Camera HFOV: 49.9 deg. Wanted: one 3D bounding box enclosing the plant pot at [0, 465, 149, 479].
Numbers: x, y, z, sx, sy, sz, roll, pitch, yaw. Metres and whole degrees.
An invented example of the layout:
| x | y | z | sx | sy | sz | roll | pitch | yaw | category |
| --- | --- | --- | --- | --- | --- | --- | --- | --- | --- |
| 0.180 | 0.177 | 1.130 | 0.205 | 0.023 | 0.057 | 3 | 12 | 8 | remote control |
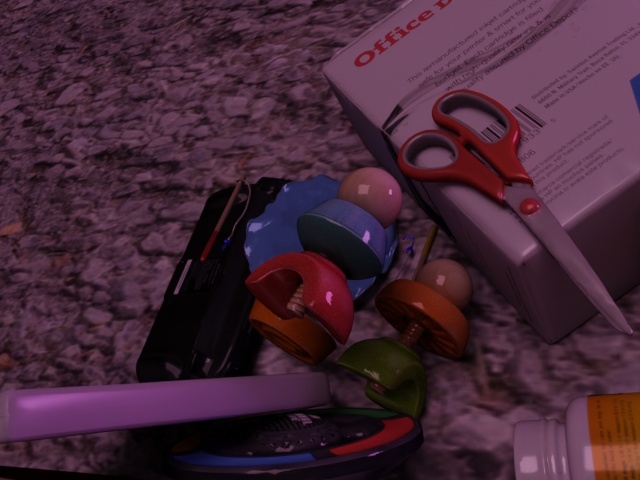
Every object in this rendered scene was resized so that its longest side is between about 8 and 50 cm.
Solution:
| x | y | z | sx | sy | sz | roll | pitch | yaw | category |
| --- | --- | --- | --- | --- | --- | --- | --- | --- | --- |
| -0.182 | 0.321 | 0.558 | 0.267 | 0.267 | 0.235 | -2 | 70 | 28 | plant pot |

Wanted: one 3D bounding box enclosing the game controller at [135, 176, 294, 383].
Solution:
| x | y | z | sx | sy | sz | roll | pitch | yaw | category |
| --- | --- | --- | --- | --- | --- | --- | --- | --- | --- |
| -0.127 | 0.051 | 0.883 | 0.166 | 0.067 | 0.319 | -13 | 47 | 40 | game controller |

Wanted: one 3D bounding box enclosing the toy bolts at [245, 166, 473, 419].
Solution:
| x | y | z | sx | sy | sz | roll | pitch | yaw | category |
| --- | --- | --- | --- | --- | --- | --- | --- | --- | --- |
| 0.029 | 0.034 | 0.673 | 0.218 | 0.228 | 0.158 | 20 | 66 | 37 | toy bolts |

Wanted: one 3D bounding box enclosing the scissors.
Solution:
| x | y | z | sx | sy | sz | roll | pitch | yaw | category |
| --- | --- | --- | --- | --- | --- | --- | --- | --- | --- |
| 0.173 | -0.044 | 0.576 | 0.109 | 0.021 | 0.297 | -41 | 45 | -3 | scissors |

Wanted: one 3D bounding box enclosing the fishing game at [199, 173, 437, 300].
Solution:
| x | y | z | sx | sy | sz | roll | pitch | yaw | category |
| --- | --- | --- | --- | --- | --- | --- | --- | --- | --- |
| 0.000 | 0.000 | 0.828 | 0.264 | 0.041 | 0.189 | 12 | 59 | 13 | fishing game |

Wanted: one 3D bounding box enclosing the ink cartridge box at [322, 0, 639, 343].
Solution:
| x | y | z | sx | sy | sz | roll | pitch | yaw | category |
| --- | --- | --- | --- | --- | --- | --- | --- | --- | --- |
| 0.224 | -0.135 | 0.747 | 0.285 | 0.166 | 0.395 | -35 | 46 | 0 | ink cartridge box |

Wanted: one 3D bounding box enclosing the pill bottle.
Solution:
| x | y | z | sx | sy | sz | roll | pitch | yaw | category |
| --- | --- | --- | --- | --- | --- | --- | --- | --- | --- |
| 0.260 | 0.171 | 0.511 | 0.215 | 0.117 | 0.117 | -10 | 50 | 22 | pill bottle |

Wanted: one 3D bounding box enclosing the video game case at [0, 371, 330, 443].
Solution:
| x | y | z | sx | sy | sz | roll | pitch | yaw | category |
| --- | --- | --- | --- | --- | --- | --- | --- | --- | --- |
| -0.205 | 0.156 | 0.620 | 0.300 | 0.329 | 0.036 | -16 | 74 | 35 | video game case |

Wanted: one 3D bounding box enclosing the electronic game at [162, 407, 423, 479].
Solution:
| x | y | z | sx | sy | sz | roll | pitch | yaw | category |
| --- | --- | --- | --- | --- | --- | --- | --- | --- | --- |
| -0.023 | 0.180 | 0.611 | 0.229 | 0.229 | 0.048 | -8 | 85 | 24 | electronic game |
